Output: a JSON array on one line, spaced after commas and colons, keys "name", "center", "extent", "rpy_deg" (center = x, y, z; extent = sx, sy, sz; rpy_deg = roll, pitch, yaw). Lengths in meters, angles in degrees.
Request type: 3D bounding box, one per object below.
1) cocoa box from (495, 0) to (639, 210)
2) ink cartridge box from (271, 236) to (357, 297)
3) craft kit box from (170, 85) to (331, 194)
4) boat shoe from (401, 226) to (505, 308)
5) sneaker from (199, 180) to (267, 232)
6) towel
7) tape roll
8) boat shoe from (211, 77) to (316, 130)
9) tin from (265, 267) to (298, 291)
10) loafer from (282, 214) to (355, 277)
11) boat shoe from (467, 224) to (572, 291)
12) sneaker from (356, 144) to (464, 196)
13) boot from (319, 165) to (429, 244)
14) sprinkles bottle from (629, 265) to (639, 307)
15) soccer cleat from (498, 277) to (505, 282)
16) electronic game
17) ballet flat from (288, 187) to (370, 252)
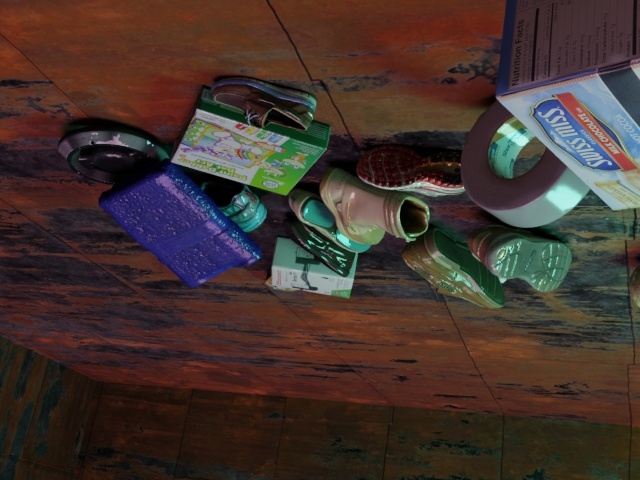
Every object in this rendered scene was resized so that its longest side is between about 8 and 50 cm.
[{"name": "cocoa box", "center": [0.408, -0.216, 1.089], "extent": [0.227, 0.232, 0.347], "rpy_deg": [-9, 152, 41]}, {"name": "ink cartridge box", "center": [-0.018, 0.069, 2.182], "extent": [0.208, 0.087, 0.153], "rpy_deg": [9, 158, 1]}, {"name": "craft kit box", "center": [-0.139, -0.182, 1.646], "extent": [0.249, 0.061, 0.246], "rpy_deg": [15, 160, -15]}, {"name": "boat shoe", "center": [0.312, 0.074, 2.017], "extent": [0.104, 0.111, 0.307], "rpy_deg": [-28, 128, 33]}, {"name": "sneaker", "center": [-0.252, -0.088, 1.908], "extent": [0.261, 0.104, 0.125], "rpy_deg": [-4, 138, 21]}, {"name": "towel", "center": [-0.297, -0.038, 1.850], "extent": [0.227, 0.076, 0.308], "rpy_deg": [-22, 128, 32]}, {"name": "tape roll", "center": [0.326, -0.134, 1.348], "extent": [0.072, 0.219, 0.219], "rpy_deg": [26, 153, -39]}, {"name": "boat shoe", "center": [-0.101, -0.231, 1.485], "extent": [0.183, 0.066, 0.066], "rpy_deg": [9, 158, 0]}, {"name": "tin", "center": [-0.084, 0.097, 2.353], "extent": [0.106, 0.040, 0.189], "rpy_deg": [19, 157, -14]}, {"name": "loafer", "center": [0.000, 0.000, 2.038], "extent": [0.220, 0.078, 0.080], "rpy_deg": [40, 174, -33]}, {"name": "boat shoe", "center": [0.438, 0.027, 1.888], "extent": [0.324, 0.123, 0.116], "rpy_deg": [19, -168, -46]}, {"name": "sneaker", "center": [0.179, -0.119, 1.630], "extent": [0.225, 0.088, 0.093], "rpy_deg": [8, 162, 6]}, {"name": "boot", "center": [0.130, -0.044, 1.759], "extent": [0.203, 0.095, 0.262], "rpy_deg": [20, 161, 32]}, {"name": "sprinkles bottle", "center": [0.796, 0.059, 1.782], "extent": [0.121, 0.121, 0.355], "rpy_deg": [15, 158, -15]}, {"name": "soccer cleat", "center": [0.443, 0.090, 2.133], "extent": [0.035, 0.029, 0.083], "rpy_deg": [-2, 161, 3]}, {"name": "electronic game", "center": [-0.425, -0.174, 1.785], "extent": [0.229, 0.048, 0.229], "rpy_deg": [0, 158, 0]}, {"name": "ballet flat", "center": [0.019, -0.047, 1.908], "extent": [0.086, 0.086, 0.248], "rpy_deg": [-9, 151, 38]}]
